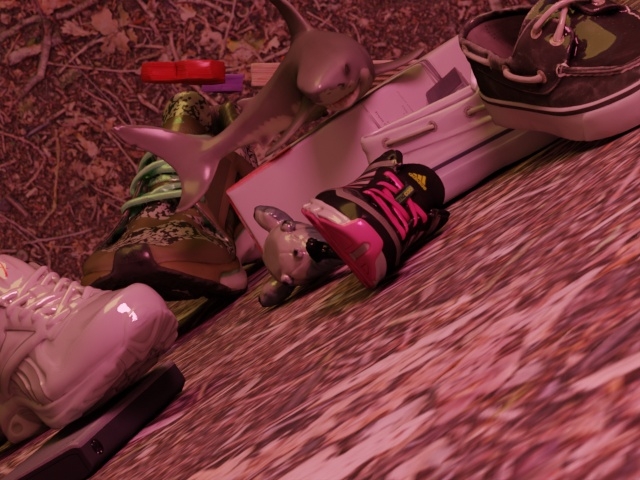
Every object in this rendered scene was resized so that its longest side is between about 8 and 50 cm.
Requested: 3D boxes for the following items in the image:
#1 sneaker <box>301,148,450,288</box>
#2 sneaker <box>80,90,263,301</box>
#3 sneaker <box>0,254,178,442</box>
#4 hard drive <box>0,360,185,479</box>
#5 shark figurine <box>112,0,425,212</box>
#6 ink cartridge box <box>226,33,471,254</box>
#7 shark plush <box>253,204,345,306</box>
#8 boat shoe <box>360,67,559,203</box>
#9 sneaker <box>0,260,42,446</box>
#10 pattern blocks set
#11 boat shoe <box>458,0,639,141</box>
[{"bbox_3d":[0.037,-0.018,1.011,0.075,0.063,0.170,-40,-1,3],"label":"sneaker"},{"bbox_3d":[-0.140,-0.046,1.635,0.158,0.182,0.410,-8,10,10],"label":"sneaker"},{"bbox_3d":[-0.175,0.057,1.089,0.090,0.115,0.232,-36,4,-34],"label":"sneaker"},{"bbox_3d":[-0.147,0.126,1.063,0.094,0.022,0.135,-32,4,26],"label":"hard drive"},{"bbox_3d":[-0.038,-0.133,1.360,0.166,0.116,0.278,-36,7,-36],"label":"shark figurine"},{"bbox_3d":[0.046,-0.073,1.412,0.158,0.092,0.218,-31,3,33],"label":"ink cartridge box"},{"bbox_3d":[0.000,0.000,1.204,0.067,0.073,0.161,-4,-10,-16],"label":"shark plush"},{"bbox_3d":[0.125,-0.095,1.136,0.226,0.076,0.083,-33,4,16],"label":"boat shoe"},{"bbox_3d":[-0.339,0.101,1.564,0.315,0.182,0.127,-27,-20,29],"label":"sneaker"},{"bbox_3d":[0.027,-0.150,1.626,0.325,0.026,0.285,0,1,24],"label":"pattern blocks set"},{"bbox_3d":[0.143,-0.105,0.989,0.078,0.070,0.219,-39,17,-18],"label":"boat shoe"}]
